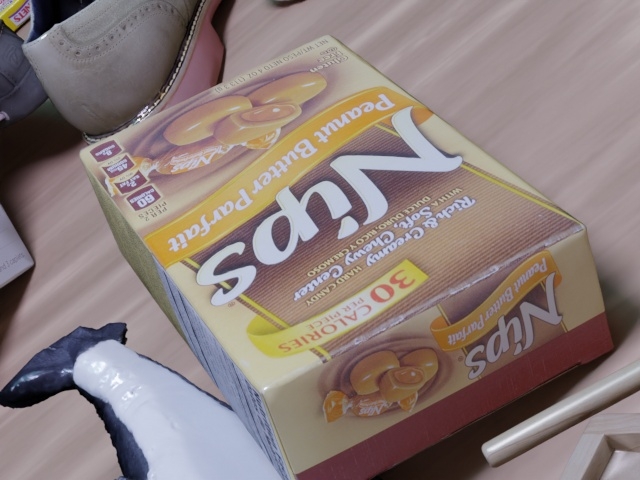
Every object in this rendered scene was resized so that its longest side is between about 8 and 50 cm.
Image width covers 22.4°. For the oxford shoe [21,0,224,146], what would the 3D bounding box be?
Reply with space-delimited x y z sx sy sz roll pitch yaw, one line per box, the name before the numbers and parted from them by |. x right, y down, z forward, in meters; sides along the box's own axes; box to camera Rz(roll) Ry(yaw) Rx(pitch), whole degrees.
oxford shoe | -0.151 -0.236 1.303 0.140 0.146 0.397 -28 37 22

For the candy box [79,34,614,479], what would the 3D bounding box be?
candy box | 0.000 0.000 0.912 0.183 0.087 0.316 -27 32 -12

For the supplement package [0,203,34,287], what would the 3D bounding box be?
supplement package | -0.385 -0.029 1.164 0.198 0.263 0.199 -25 8 24

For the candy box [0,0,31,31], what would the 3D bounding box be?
candy box | -0.262 -0.270 1.556 0.206 0.027 0.105 -41 37 4

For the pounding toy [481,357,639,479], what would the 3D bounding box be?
pounding toy | 0.155 0.120 0.679 0.181 0.094 0.206 -8 38 47

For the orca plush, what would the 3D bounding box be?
orca plush | -0.069 0.152 0.849 0.287 0.151 0.102 26 113 30

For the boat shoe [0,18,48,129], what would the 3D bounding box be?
boat shoe | -0.312 -0.106 1.363 0.335 0.095 0.112 -21 45 63
